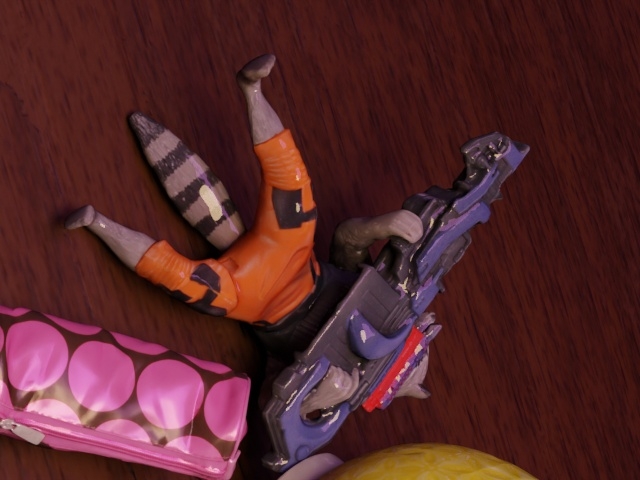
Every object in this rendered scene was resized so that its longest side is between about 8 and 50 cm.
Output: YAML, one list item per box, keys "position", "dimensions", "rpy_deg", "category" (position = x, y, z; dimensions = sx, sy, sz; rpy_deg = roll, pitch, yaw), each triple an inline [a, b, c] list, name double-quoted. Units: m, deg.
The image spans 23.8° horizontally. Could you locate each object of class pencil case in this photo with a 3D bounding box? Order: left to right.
- position: [-0.150, 0.117, 1.086]
  dimensions: [0.209, 0.095, 0.098]
  rpy_deg: [15, 28, -22]
  category: "pencil case"

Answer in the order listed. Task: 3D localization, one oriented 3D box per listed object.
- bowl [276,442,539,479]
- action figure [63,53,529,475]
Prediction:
- position: [0.028, 0.256, 1.177]
  dimensions: [0.156, 0.289, 0.289]
  rpy_deg: [39, 33, 30]
  category: "bowl"
- position: [0.000, 0.000, 1.253]
  dimensions: [0.341, 0.178, 0.330]
  rpy_deg: [-47, 118, -15]
  category: "action figure"
